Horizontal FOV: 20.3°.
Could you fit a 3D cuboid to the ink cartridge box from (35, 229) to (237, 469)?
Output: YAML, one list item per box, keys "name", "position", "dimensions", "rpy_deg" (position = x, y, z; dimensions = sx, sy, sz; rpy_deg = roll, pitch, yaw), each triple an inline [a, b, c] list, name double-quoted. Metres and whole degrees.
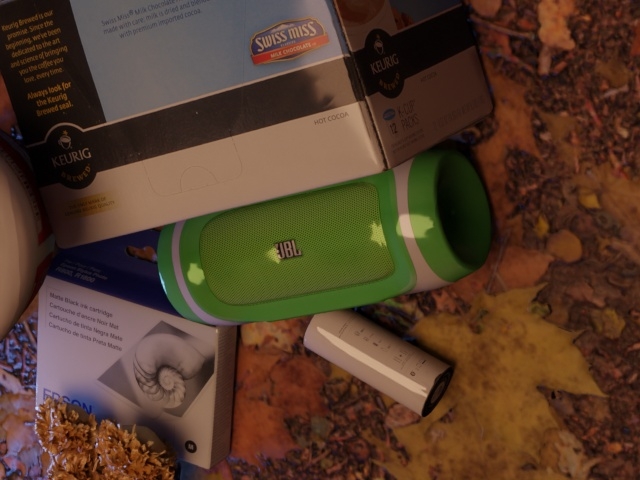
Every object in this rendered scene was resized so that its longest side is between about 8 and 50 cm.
- name: "ink cartridge box"
  position: [-0.188, 0.098, 1.809]
  dimensions: [0.223, 0.045, 0.224]
  rpy_deg: [15, 113, 25]

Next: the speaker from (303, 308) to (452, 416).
- name: "speaker"
  position: [0.053, 0.108, 1.671]
  dimensions: [0.136, 0.055, 0.055]
  rpy_deg: [29, 118, 18]

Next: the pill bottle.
- name: "pill bottle"
  position: [-0.357, -0.005, 1.610]
  dimensions: [0.229, 0.407, 0.229]
  rpy_deg: [0, 94, -5]

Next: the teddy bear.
- name: "teddy bear"
  position: [-0.219, 0.317, 1.832]
  dimensions: [0.245, 0.113, 0.338]
  rpy_deg: [26, 126, 19]

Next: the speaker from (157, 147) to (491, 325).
- name: "speaker"
  position: [0.000, 0.000, 1.622]
  dimensions: [0.296, 0.131, 0.131]
  rpy_deg: [-12, 100, 31]

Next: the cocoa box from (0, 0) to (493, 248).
- name: "cocoa box"
  position: [-0.071, -0.157, 1.548]
  dimensions: [0.347, 0.231, 0.228]
  rpy_deg: [-13, 100, 32]
